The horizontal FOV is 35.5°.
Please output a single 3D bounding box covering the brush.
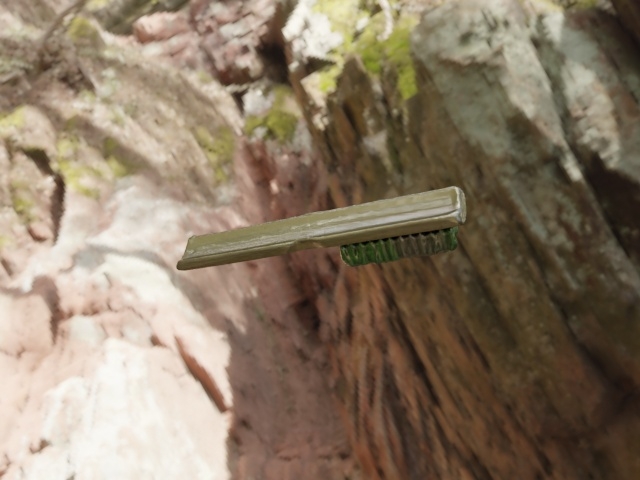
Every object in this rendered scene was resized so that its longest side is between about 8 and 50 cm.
[{"bbox_3d":[0.000,0.000,0.947,0.054,0.282,0.048,-74,151,-54],"label":"brush"}]
